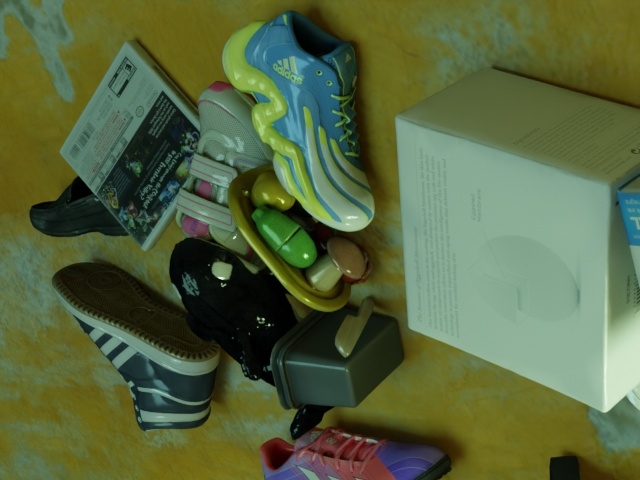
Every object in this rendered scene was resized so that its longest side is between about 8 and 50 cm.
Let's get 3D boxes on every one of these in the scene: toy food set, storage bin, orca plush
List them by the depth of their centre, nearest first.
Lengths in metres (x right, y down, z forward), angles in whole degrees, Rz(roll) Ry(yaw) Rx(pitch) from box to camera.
[{"bbox_3d":[0.000,0.000,1.553,0.071,0.128,0.218,-39,92,30],"label":"toy food set"},{"bbox_3d":[0.025,0.134,1.602,0.091,0.135,0.098,7,119,35],"label":"storage bin"},{"bbox_3d":[-0.078,0.128,1.633,0.151,0.102,0.287,-9,128,20],"label":"orca plush"}]

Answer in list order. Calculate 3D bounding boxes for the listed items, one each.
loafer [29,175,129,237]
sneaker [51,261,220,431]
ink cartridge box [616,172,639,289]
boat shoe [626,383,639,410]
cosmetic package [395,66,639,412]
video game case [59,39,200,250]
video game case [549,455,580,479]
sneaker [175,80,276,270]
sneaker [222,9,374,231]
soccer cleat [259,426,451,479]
[{"bbox_3d":[-0.298,-0.048,1.891,0.223,0.076,0.078,-1,108,44],"label":"loafer"},{"bbox_3d":[-0.248,0.146,1.941,0.282,0.099,0.153,28,131,31],"label":"sneaker"},{"bbox_3d":[0.325,0.027,1.162,0.086,0.148,0.203,4,117,46],"label":"ink cartridge box"},{"bbox_3d":[0.282,0.110,1.370,0.035,0.035,0.100,-43,75,25],"label":"boat shoe"},{"bbox_3d":[0.195,-0.007,1.297,0.224,0.138,0.224,22,129,37],"label":"cosmetic package"},{"bbox_3d":[-0.214,-0.111,1.751,0.173,0.022,0.190,48,124,15],"label":"video game case"},{"bbox_3d":[0.253,0.396,1.445,0.035,0.248,0.275,-4,118,7],"label":"video game case"},{"bbox_3d":[-0.103,-0.051,1.630,0.103,0.111,0.252,18,127,41],"label":"sneaker"},{"bbox_3d":[0.000,-0.125,1.483,0.126,0.091,0.240,-31,97,45],"label":"sneaker"},{"bbox_3d":[0.028,0.264,1.706,0.318,0.108,0.116,-28,88,55],"label":"soccer cleat"}]
